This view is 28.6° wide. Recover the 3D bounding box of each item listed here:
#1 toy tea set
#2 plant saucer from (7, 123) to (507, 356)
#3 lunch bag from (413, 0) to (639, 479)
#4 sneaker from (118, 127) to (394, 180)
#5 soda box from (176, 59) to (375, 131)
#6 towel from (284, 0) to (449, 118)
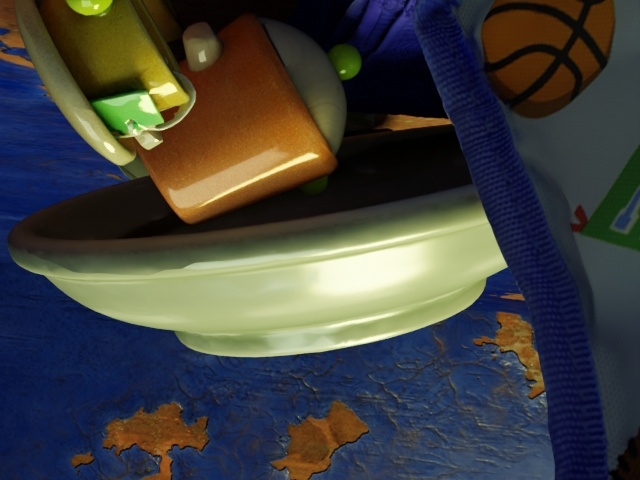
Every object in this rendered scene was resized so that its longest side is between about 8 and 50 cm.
[{"bbox_3d":[-0.071,-0.127,0.583,0.124,0.200,0.336,-29,168,3],"label":"toy tea set"},{"bbox_3d":[0.000,0.000,0.844,0.401,0.100,0.400,-10,-170,2],"label":"plant saucer"},{"bbox_3d":[0.281,-0.059,0.388,0.385,0.238,0.328,-33,148,30],"label":"lunch bag"},{"bbox_3d":[-0.050,-0.082,1.097,0.267,0.101,0.106,10,146,0],"label":"sneaker"},{"bbox_3d":[-0.038,-0.108,0.922,0.058,0.061,0.181,14,169,-40],"label":"soda box"},{"bbox_3d":[0.105,-0.121,0.684,0.228,0.076,0.308,9,171,-9],"label":"towel"}]
